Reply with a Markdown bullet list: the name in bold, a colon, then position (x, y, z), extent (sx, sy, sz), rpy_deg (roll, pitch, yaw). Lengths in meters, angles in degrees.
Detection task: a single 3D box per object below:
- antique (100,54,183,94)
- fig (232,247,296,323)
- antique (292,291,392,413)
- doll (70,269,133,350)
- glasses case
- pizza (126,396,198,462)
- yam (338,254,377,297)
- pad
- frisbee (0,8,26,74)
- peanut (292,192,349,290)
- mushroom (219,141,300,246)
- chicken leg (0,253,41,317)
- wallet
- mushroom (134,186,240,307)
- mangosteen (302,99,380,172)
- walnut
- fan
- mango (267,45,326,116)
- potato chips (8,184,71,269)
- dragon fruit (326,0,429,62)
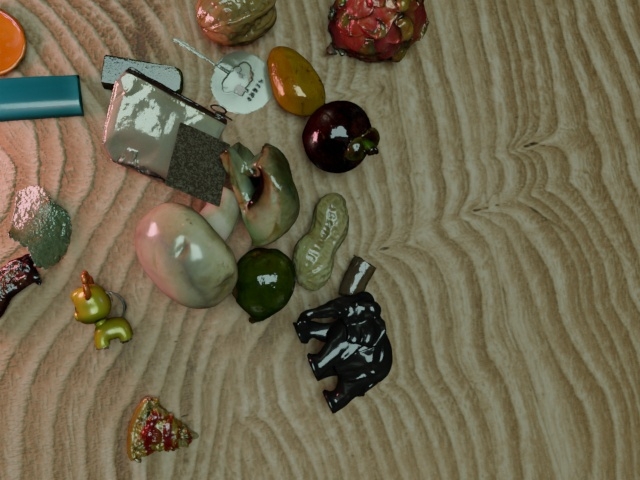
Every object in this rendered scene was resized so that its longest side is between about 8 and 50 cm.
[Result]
- **antique**: position (-0.500, -0.458, 1.829), extent (0.221, 0.080, 0.081), rpy_deg (8, 89, -13)
- **fig**: position (-0.162, 0.139, 1.847), extent (0.195, 0.195, 0.245), rpy_deg (-7, 125, -12)
- **antique**: position (0.081, 0.306, 1.873), extent (0.255, 0.185, 0.322), rpy_deg (-24, 111, -3)
- **doll**: position (-0.607, 0.187, 1.769), extent (0.135, 0.143, 0.221), rpy_deg (-21, 100, -9)
- **glasses case**: position (-0.815, -0.392, 1.769), extent (0.301, 0.070, 0.117), rpy_deg (-7, 90, -10)
- **pizza**: position (-0.443, 0.547, 1.830), extent (0.199, 0.062, 0.188), rpy_deg (11, 89, -12)
- **yam**: position (0.109, 0.118, 1.941), extent (0.084, 0.084, 0.127), rpy_deg (26, 82, -10)
- **pad**: position (-0.328, -0.208, 1.750), extent (0.158, 0.003, 0.235), rpy_deg (23, 50, -25)
- **frisbee**: position (-0.905, -0.542, 1.768), extent (0.192, 0.035, 0.192), rpy_deg (0, 90, -12)
- **peanut**: position (0.000, 0.000, 1.898), extent (0.136, 0.120, 0.298), rpy_deg (28, 81, -47)
- **mushroom**: position (-0.128, -0.163, 1.808), extent (0.217, 0.212, 0.292), rpy_deg (-34, 100, -45)
- **chicken leg**: position (-0.845, 0.122, 1.756), extent (0.234, 0.063, 0.105), rpy_deg (-42, 92, -7)
- **wallet**: position (-0.441, -0.307, 1.808), extent (0.335, 0.068, 0.274), rpy_deg (24, 95, -27)
- **mushroom**: position (-0.368, 0.016, 1.746), extent (0.315, 0.315, 0.356), rpy_deg (-9, 54, -12)
- **mangosteen**: position (0.057, -0.291, 1.869), extent (0.216, 0.216, 0.216), rpy_deg (0, 89, -12)
- **walnut**: position (-0.233, -0.653, 1.833), extent (0.245, 0.198, 0.198), rpy_deg (-35, 96, -17)
- **fan**: position (-0.290, -0.506, 1.907), extent (0.329, 0.009, 0.190), rpy_deg (33, 83, -9)
- **mango**: position (-0.079, -0.466, 1.899), extent (0.147, 0.109, 0.227), rpy_deg (-36, 94, -6)
- **potato chips**: position (-0.772, -0.041, 1.765), extent (0.167, 0.059, 0.228), rpy_deg (-40, 96, -33)
- **dragon fruit**: position (0.186, -0.670, 1.879), extent (0.296, 0.263, 0.314), rpy_deg (23, 84, -11)
